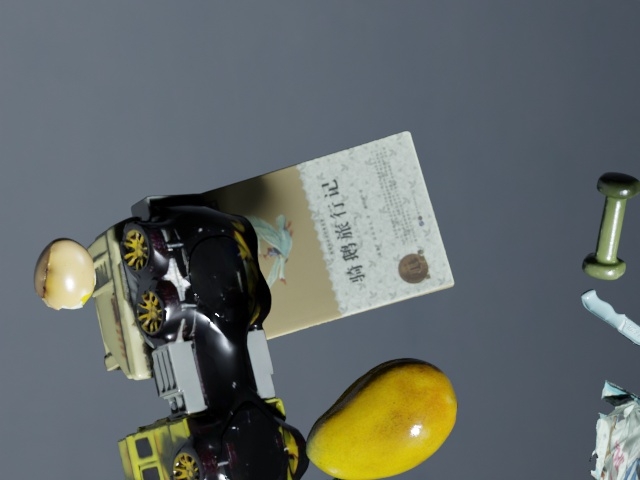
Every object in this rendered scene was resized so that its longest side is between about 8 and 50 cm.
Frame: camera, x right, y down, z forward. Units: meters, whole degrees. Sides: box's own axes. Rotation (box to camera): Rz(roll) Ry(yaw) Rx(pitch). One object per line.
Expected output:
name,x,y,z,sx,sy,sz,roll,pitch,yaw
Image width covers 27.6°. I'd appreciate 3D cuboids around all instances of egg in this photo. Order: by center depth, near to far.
egg,-0.292,0.036,1.493,0.071,0.071,0.083,-49,151,-65

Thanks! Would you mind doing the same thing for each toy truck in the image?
toy truck,-0.172,0.154,1.624,0.180,0.254,0.405,-6,78,-42

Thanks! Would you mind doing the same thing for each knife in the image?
knife,0.427,0.115,1.863,0.210,0.015,0.028,32,95,-44

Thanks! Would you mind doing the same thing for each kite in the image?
kite,0.173,0.223,0.801,0.368,0.014,0.406,-54,148,-48

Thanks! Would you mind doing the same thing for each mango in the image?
mango,0.068,0.193,1.362,0.111,0.163,0.089,46,0,-4

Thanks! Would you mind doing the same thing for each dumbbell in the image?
dumbbell,0.321,-0.016,1.440,0.052,0.046,0.118,-28,129,-56

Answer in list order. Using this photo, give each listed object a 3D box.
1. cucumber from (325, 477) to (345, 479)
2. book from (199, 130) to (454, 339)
cucumber,0.042,0.433,1.727,0.074,0.074,0.241,21,55,-71
book,0.000,0.000,1.736,0.021,0.310,0.217,27,46,-84
